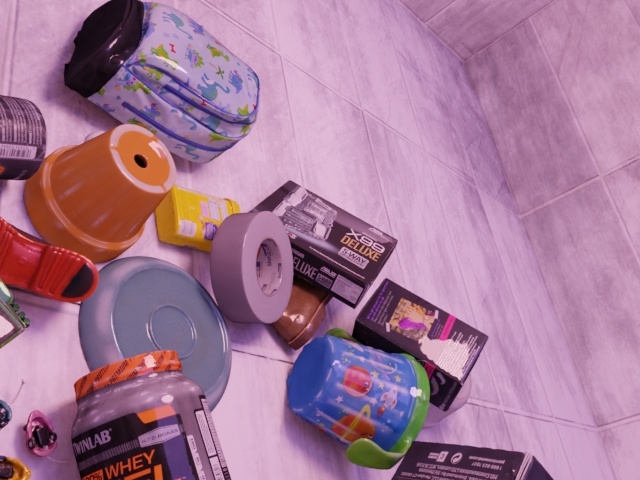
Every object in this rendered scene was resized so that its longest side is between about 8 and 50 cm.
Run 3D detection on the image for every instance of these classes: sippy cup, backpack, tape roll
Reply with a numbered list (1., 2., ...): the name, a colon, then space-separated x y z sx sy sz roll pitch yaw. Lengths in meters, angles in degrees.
1. sippy cup: 0.062 0.306 1.363 0.224 0.305 0.240 30 77 -24
2. backpack: -0.294 -0.315 1.365 0.355 0.273 0.290 51 23 -37
3. tape roll: -0.130 0.053 1.320 0.219 0.072 0.219 -3 90 -68

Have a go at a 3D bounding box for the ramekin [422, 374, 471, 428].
1. ramekin: 0.274 0.328 1.718 0.273 0.127 0.273 35 38 -34

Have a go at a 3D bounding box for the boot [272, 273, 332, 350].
1. boot: -0.029 0.104 1.505 0.115 0.112 0.305 42 36 -8

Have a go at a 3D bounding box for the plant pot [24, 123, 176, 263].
1. plant pot: -0.349 -0.093 1.121 0.205 0.188 0.205 35 39 -34

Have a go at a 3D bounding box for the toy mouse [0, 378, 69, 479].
1. toy mouse: -0.409 0.257 0.893 0.161 0.031 0.143 23 47 -45

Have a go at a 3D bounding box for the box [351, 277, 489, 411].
1. box: 0.217 0.237 1.532 0.270 0.165 0.143 30 57 17

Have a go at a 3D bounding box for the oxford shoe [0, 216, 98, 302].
1. oxford shoe: -0.464 0.020 0.982 0.271 0.098 0.097 30 76 -20

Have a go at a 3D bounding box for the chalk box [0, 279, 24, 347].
1. chalk box: -0.490 0.108 0.766 0.180 0.179 0.289 54 31 -8

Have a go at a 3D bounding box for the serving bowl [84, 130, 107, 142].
1. serving bowl: -0.402 -0.174 1.269 0.083 0.027 0.083 34 40 -34

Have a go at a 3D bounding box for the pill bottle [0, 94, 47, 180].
1. pill bottle: -0.535 -0.155 0.965 0.245 0.130 0.130 -3 67 -56

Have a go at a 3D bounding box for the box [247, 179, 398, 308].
1. box: 0.000 0.000 1.521 0.307 0.076 0.242 30 32 9

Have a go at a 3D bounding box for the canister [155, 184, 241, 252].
1. canister: -0.241 -0.039 1.343 0.170 0.073 0.126 16 52 -47

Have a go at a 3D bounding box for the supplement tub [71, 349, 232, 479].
1. supplement tub: -0.228 0.327 0.938 0.193 0.193 0.316 1 62 -55

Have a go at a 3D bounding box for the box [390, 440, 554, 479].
1. box: 0.271 0.676 1.108 0.480 0.297 0.472 50 57 -16

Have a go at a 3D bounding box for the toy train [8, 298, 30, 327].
1. toy train: -0.455 0.096 0.978 0.083 0.017 0.023 55 41 -7

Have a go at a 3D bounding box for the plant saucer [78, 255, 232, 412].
1. plant saucer: -0.266 0.164 1.168 0.317 0.043 0.318 34 40 -35
